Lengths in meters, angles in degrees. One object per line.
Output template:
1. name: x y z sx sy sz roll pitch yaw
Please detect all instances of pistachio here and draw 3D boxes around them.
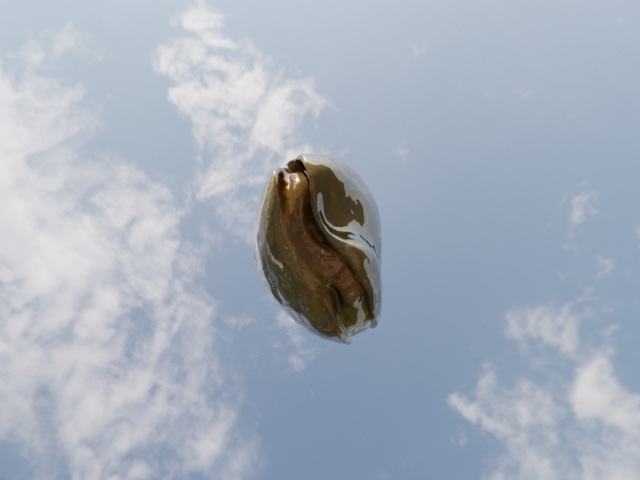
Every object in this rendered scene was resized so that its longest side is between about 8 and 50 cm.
1. pistachio: 0.000 0.000 1.085 0.281 0.365 0.446 -23 -138 1
